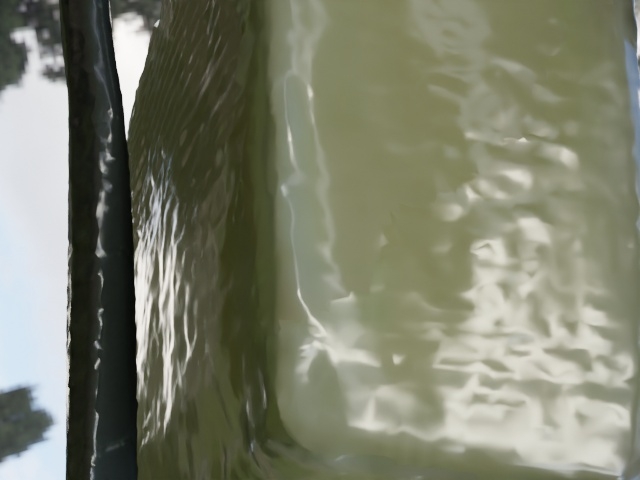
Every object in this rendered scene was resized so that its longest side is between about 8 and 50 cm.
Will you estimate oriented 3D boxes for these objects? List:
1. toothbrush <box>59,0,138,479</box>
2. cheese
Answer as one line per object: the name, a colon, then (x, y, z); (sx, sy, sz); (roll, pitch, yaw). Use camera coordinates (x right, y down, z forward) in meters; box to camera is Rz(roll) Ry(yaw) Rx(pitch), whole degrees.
toothbrush: (-0.061, -0.008, 0.399); (0.030, 0.030, 0.297); (-9, -109, 19)
cheese: (0.000, 0.000, 0.491); (0.265, 0.124, 0.242); (124, -29, -62)
